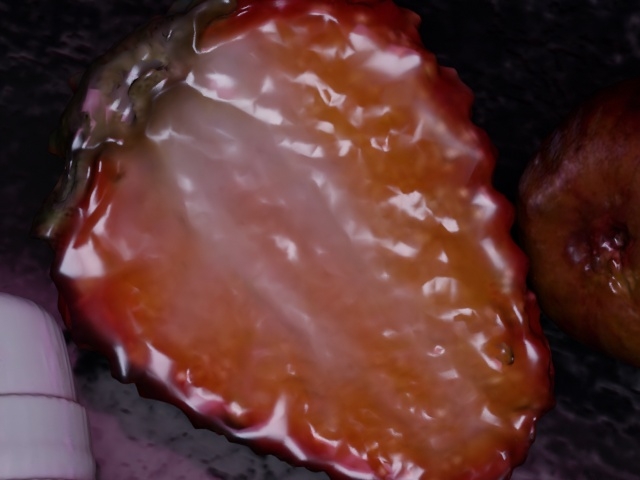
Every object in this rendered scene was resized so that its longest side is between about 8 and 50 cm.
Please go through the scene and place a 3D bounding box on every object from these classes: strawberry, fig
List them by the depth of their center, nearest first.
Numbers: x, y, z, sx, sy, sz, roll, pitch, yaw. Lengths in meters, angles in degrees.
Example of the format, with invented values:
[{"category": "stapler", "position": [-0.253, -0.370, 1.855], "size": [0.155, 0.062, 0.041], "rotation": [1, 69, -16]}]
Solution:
[{"category": "strawberry", "position": [0.000, 0.000, 0.784], "size": [0.190, 0.111, 0.236], "rotation": [-39, 100, 13]}, {"category": "fig", "position": [0.157, -0.014, 0.784], "size": [0.150, 0.128, 0.128], "rotation": [-27, 75, -11]}]

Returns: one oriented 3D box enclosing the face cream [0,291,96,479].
[{"category": "face cream", "position": [-0.119, 0.186, 0.711], "size": [0.102, 0.102, 0.345], "rotation": [-5, 72, -6]}]
